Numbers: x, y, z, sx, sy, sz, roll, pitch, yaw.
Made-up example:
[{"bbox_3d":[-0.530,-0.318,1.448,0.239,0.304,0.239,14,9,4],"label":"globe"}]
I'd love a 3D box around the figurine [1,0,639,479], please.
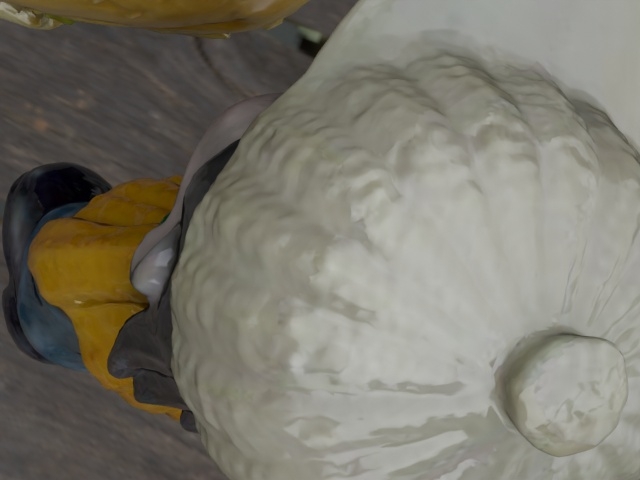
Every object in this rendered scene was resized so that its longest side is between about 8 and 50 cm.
[{"bbox_3d":[-0.005,0.030,0.663,0.185,0.332,0.204,9,69,-31],"label":"figurine"}]

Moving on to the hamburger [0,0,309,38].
[{"bbox_3d":[-0.102,-0.231,0.724,0.319,0.158,0.318,-2,94,-41],"label":"hamburger"}]
